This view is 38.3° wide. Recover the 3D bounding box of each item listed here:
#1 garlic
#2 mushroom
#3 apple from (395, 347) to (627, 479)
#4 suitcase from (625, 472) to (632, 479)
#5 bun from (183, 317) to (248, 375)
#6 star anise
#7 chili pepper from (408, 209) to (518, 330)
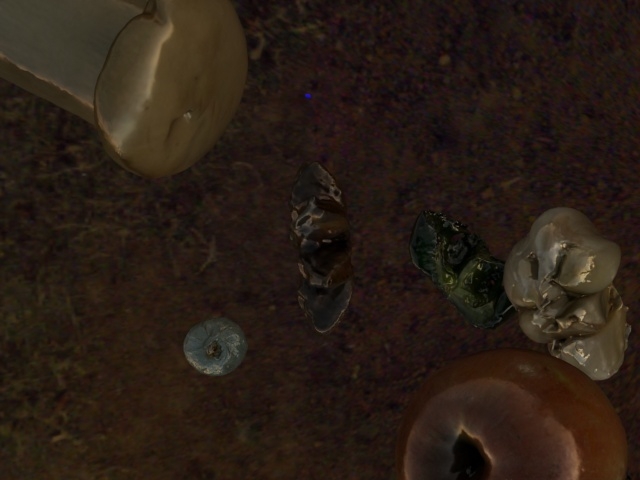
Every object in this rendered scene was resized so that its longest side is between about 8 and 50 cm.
[{"bbox_3d":[0.388,0.088,1.502,0.185,0.203,0.281,6,112,37],"label":"garlic"},{"bbox_3d":[-0.142,-0.118,0.407,0.247,0.108,0.096,32,77,11],"label":"mushroom"},{"bbox_3d":[0.216,0.239,1.042,0.253,0.253,0.253,1,92,26],"label":"apple"},{"bbox_3d":[0.424,0.564,1.540,0.229,0.335,0.152,53,155,-22],"label":"suitcase"},{"bbox_3d":[-0.135,0.137,1.186,0.083,0.045,0.083,0,90,-2],"label":"bun"},{"bbox_3d":[-0.001,0.008,1.561,0.108,0.315,0.315,-9,87,-8],"label":"star anise"},{"bbox_3d":[0.277,0.055,1.774,0.264,0.116,0.148,42,90,14],"label":"chili pepper"}]
